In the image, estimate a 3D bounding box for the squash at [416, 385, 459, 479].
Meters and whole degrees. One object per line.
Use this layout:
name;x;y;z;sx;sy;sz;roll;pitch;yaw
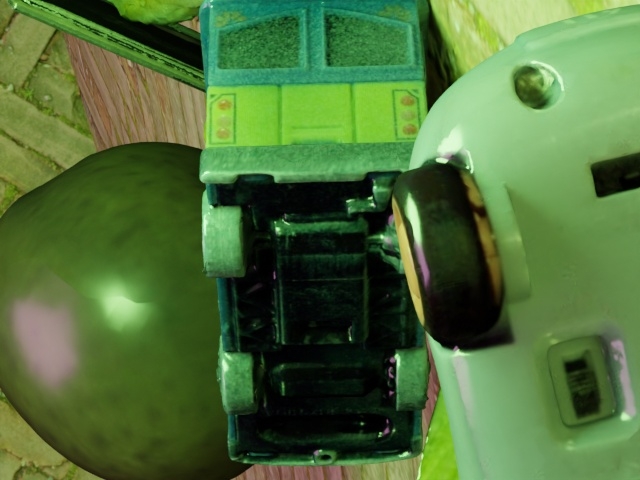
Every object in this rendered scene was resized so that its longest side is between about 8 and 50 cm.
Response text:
squash;0.069;0.195;1.223;0.237;0.155;0.204;86;162;-48

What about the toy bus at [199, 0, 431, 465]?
toy bus;0.000;0.000;1.194;0.312;0.152;0.190;88;179;-49

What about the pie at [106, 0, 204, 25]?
pie;-0.198;-0.389;1.464;0.418;0.180;0.395;33;144;20

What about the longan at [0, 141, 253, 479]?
longan;-0.157;0.069;1.730;0.361;0.360;0.361;165;90;-78

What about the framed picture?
framed picture;-0.155;-0.182;1.583;0.018;0.293;0.231;-62;26;11

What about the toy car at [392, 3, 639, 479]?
toy car;0.128;0.043;0.723;0.212;0.180;0.271;-119;15;-84
